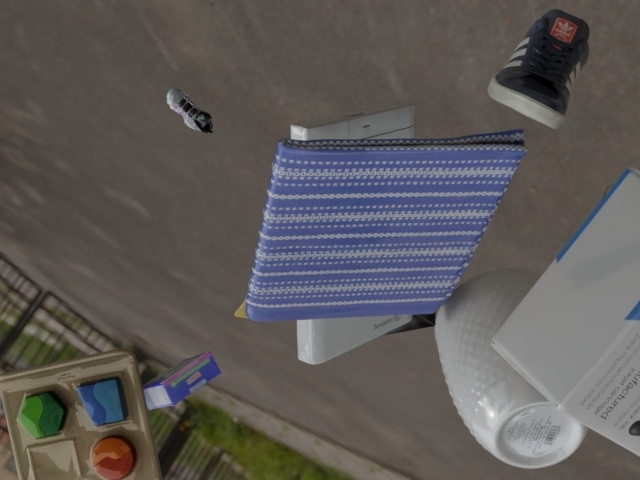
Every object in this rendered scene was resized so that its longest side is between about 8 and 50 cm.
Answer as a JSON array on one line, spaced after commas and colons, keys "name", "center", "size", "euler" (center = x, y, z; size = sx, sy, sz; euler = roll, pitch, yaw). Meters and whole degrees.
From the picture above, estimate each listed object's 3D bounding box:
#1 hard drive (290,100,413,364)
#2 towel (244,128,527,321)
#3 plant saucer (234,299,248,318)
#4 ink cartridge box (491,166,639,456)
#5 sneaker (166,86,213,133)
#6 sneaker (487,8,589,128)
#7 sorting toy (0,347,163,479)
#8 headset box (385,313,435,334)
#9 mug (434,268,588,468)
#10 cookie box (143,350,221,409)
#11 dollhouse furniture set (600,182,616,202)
[{"name": "hard drive", "center": [0.054, -0.015, 1.497], "size": [0.047, 0.233, 0.353], "euler": [16, 115, 41]}, {"name": "towel", "center": [0.052, -0.007, 1.043], "size": [0.243, 0.040, 0.336], "euler": [-3, 149, -12]}, {"name": "plant saucer", "center": [0.000, 0.000, 1.782], "size": [0.081, 0.333, 0.333], "euler": [39, 157, -1]}, {"name": "ink cartridge box", "center": [0.463, 0.134, 1.289], "size": [0.395, 0.285, 0.166], "euler": [31, -170, -34]}, {"name": "sneaker", "center": [-0.204, -0.209, 1.630], "size": [0.069, 0.038, 0.098], "euler": [30, 170, 37]}, {"name": "sneaker", "center": [0.360, -0.286, 1.589], "size": [0.131, 0.148, 0.350], "euler": [28, -155, 1]}, {"name": "sorting toy", "center": [-0.400, 0.297, 1.473], "size": [0.307, 0.229, 0.041], "euler": [-12, -176, 4]}, {"name": "headset box", "center": [0.139, 0.012, 2.004], "size": [0.293, 0.110, 0.218], "euler": [-110, 13, -58]}, {"name": "mug", "center": [0.398, 0.220, 1.882], "size": [0.276, 0.374, 0.328], "euler": [21, -151, -17]}, {"name": "cookie box", "center": [-0.211, 0.210, 1.497], "size": [0.107, 0.092, 0.040], "euler": [-23, 97, 58]}, {"name": "dollhouse furniture set", "center": [0.654, 0.010, 1.947], "size": [0.242, 0.161, 0.212], "euler": [28, 166, -8]}]
